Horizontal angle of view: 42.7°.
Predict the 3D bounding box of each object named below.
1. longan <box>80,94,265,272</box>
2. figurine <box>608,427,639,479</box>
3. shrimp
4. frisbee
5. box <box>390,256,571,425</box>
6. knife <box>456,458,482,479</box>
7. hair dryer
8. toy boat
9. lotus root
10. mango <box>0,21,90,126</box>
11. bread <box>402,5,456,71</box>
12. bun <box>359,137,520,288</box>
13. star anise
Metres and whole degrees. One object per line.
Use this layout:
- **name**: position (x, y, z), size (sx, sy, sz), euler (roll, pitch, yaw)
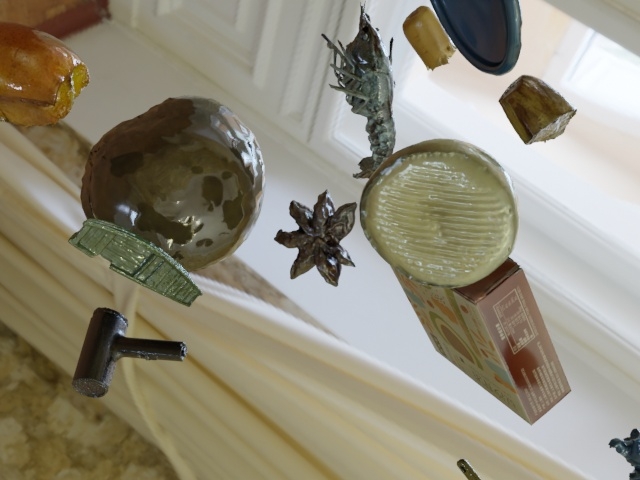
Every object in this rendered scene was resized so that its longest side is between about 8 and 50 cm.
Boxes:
- **longan**: position (-0.328, -0.120, 1.917), size (0.436, 0.404, 0.404), euler (-31, 154, -29)
- **figurine**: position (0.622, 0.444, 1.560), size (0.114, 0.178, 0.144), euler (-25, -153, 49)
- **shrimp**: position (0.104, -0.337, 1.879), size (0.221, 0.166, 0.410), euler (-46, 124, -48)
- **frisbee**: position (0.217, -0.374, 1.163), size (0.049, 0.289, 0.289), euler (-26, 159, -6)
- **box**: position (0.322, 0.154, 1.730), size (0.122, 0.344, 0.385), euler (-38, 124, -11)
- **knife**: position (0.417, 0.630, 1.832), size (0.027, 0.343, 0.061), euler (-33, 170, -40)
- **hair dryer**: position (-0.423, 0.250, 1.847), size (0.089, 0.251, 0.197), euler (74, 19, -48)
- **toy boat**: position (-0.365, 0.041, 1.642), size (0.293, 0.055, 0.093), euler (35, 113, -31)
- **lotus root**: position (0.393, -0.241, 1.473), size (0.095, 0.135, 0.159), euler (-45, 175, 34)
- **mango**: position (-0.629, -0.338, 1.651), size (0.201, 0.350, 0.199), euler (-6, 110, -69)
- **bread**: position (0.301, -0.574, 2.323), size (0.085, 0.173, 0.134), euler (-41, -163, -11)
- **bun**: position (0.217, -0.055, 1.440), size (0.146, 0.287, 0.287), euler (-45, 163, -53)
- **star anise**: position (-0.014, -0.006, 1.781), size (0.073, 0.197, 0.212), euler (-11, 102, -66)
